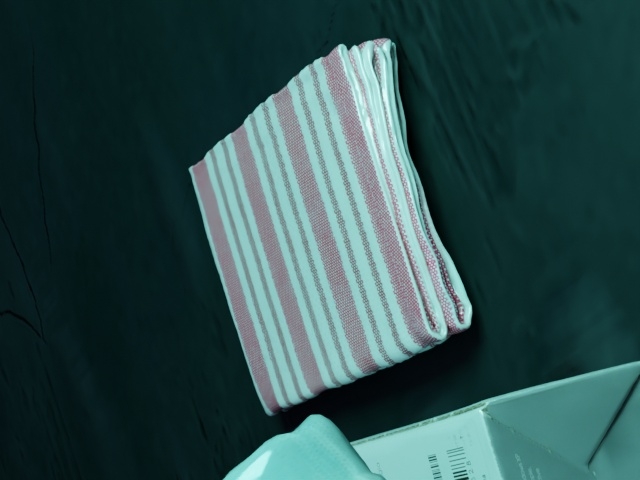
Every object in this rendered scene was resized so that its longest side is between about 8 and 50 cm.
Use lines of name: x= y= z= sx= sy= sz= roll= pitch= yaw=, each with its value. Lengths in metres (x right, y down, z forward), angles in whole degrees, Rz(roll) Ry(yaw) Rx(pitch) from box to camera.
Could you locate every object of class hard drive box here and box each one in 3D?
hard drive box: x=0.061 y=0.165 z=0.739 sx=0.232 sy=0.089 sz=0.181 roll=-26 pitch=77 yaw=57

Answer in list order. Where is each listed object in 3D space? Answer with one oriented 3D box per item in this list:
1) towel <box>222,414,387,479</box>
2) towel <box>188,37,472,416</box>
towel: x=0.033 y=0.268 z=0.662 sx=0.320 sy=0.090 sz=0.374 roll=46 pitch=145 yaw=13
towel: x=0.000 y=0.000 z=0.851 sx=0.197 sy=0.029 sz=0.144 roll=-32 pitch=72 yaw=59
